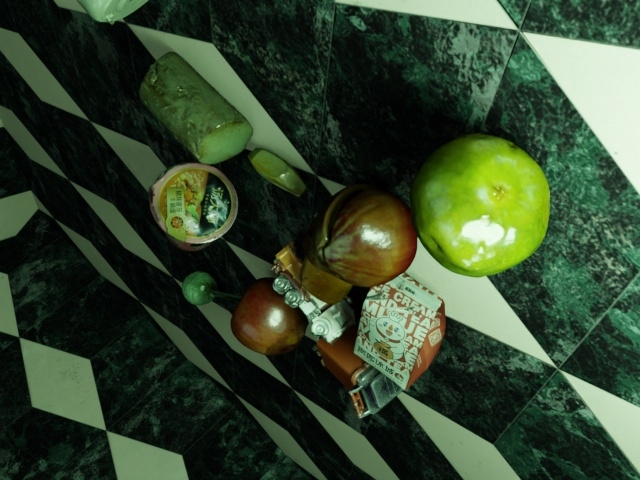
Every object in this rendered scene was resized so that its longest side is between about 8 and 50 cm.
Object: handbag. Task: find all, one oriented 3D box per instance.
[{"bbox_3d":[0.193,0.180,1.750,0.171,0.151,0.298,34,144,21],"label":"handbag"}]

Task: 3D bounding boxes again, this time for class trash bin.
[{"bbox_3d":[0.097,0.336,2.075,0.239,0.184,0.161,31,149,45],"label":"trash bin"}]

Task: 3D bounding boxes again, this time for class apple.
[{"bbox_3d":[-0.142,0.223,2.252,0.230,0.230,0.230,37,152,24],"label":"apple"}]

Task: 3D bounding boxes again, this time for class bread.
[{"bbox_3d":[0.029,0.064,1.854,0.136,0.107,0.241,33,152,4],"label":"bread"}]

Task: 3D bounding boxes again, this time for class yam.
[{"bbox_3d":[-0.302,-0.307,1.841,0.268,0.161,0.161,46,155,12],"label":"yam"}]

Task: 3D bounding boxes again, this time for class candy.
[{"bbox_3d":[-0.311,0.193,2.630,0.440,0.119,0.119,12,137,42],"label":"candy"}]

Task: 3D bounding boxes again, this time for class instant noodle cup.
[{"bbox_3d":[-0.363,-0.074,2.206,0.244,0.244,0.255,48,161,3],"label":"instant noodle cup"}]

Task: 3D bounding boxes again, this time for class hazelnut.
[{"bbox_3d":[0.074,-0.003,1.590,0.252,0.217,0.217,-2,125,53],"label":"hazelnut"}]

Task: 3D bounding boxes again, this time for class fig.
[{"bbox_3d":[0.233,-0.064,1.263,0.233,0.233,0.314,58,175,-19],"label":"fig"}]

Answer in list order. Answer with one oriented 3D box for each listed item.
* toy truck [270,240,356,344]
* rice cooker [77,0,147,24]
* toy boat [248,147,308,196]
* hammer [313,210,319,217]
[{"bbox_3d":[-0.021,0.139,2.020,0.270,0.135,0.114,49,177,8],"label":"toy truck"},{"bbox_3d":[-0.448,-0.592,1.602,0.244,0.226,0.226,53,155,-3],"label":"rice cooker"},{"bbox_3d":[-0.103,-0.164,1.827,0.172,0.065,0.066,37,175,25],"label":"toy boat"},{"bbox_3d":[0.000,0.000,1.934,0.078,0.021,0.201,44,155,11],"label":"hammer"}]
